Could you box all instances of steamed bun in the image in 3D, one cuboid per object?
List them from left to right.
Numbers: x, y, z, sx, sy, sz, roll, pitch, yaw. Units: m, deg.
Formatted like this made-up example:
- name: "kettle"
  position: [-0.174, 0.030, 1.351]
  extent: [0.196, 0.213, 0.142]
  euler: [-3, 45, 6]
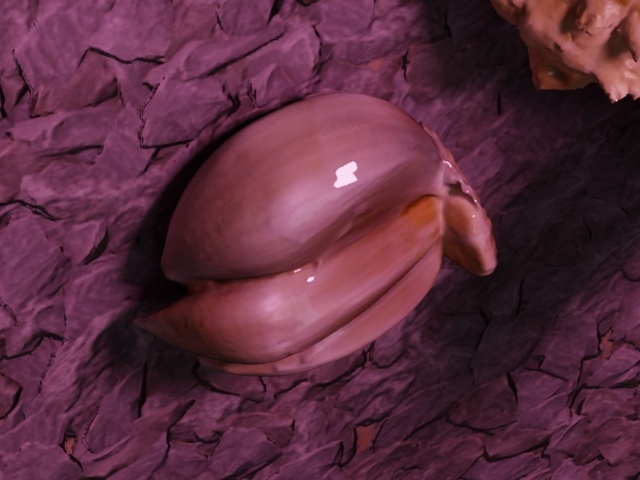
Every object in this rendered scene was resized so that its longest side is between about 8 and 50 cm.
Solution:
- name: "steamed bun"
  position: [0.260, -0.227, 1.563]
  extent: [0.292, 0.137, 0.295]
  euler: [31, 110, -16]

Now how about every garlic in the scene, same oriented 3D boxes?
- name: "garlic"
  position: [-0.001, 0.000, 1.709]
  extent: [0.325, 0.132, 0.279]
  euler: [-23, 131, -20]
